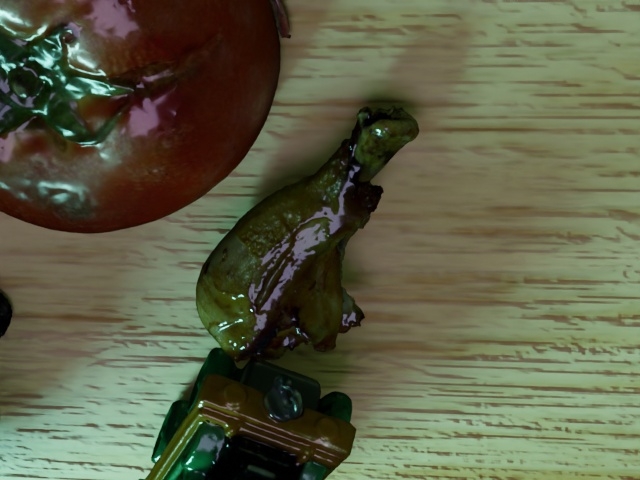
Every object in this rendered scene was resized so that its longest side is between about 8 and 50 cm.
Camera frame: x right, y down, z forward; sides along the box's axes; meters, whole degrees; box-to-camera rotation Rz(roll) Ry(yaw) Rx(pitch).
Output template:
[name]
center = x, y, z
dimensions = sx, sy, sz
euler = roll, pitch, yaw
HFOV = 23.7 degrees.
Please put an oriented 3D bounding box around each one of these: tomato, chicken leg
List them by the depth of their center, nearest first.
[tomato]
center = -0.131, -0.089, 0.720
dimensions = 0.225, 0.085, 0.225
euler = 8, 133, 8
[chicken leg]
center = 0.000, 0.000, 0.792
dimensions = 0.093, 0.070, 0.178
euler = 22, 123, -17

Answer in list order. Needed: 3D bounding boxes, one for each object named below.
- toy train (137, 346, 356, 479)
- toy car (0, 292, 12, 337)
[toy train]
center = -0.054, 0.149, 0.877
dimensions = 0.091, 0.136, 0.228
euler = 22, 148, -9
[toy car]
center = -0.243, 0.024, 0.845
dimensions = 0.070, 0.080, 0.171
euler = -13, 129, 22
